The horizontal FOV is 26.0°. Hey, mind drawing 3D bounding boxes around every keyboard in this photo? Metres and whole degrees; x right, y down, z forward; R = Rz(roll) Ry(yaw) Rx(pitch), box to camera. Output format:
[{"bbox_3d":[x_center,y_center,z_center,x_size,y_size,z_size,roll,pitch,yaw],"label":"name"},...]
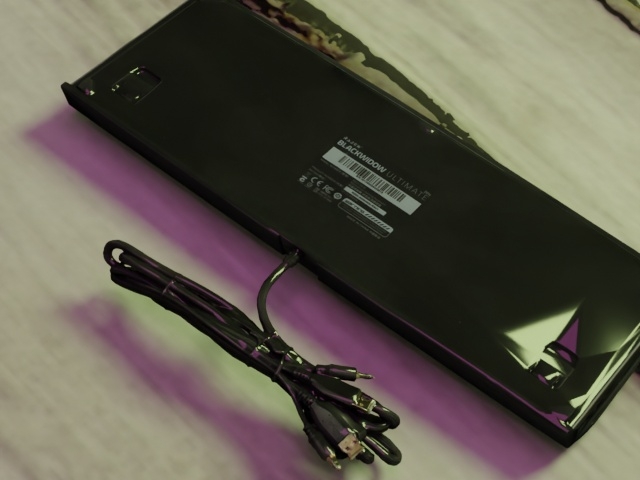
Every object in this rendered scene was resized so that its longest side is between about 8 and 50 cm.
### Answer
[{"bbox_3d":[0.000,0.000,0.687,0.317,0.033,0.201,34,54,19],"label":"keyboard"}]
